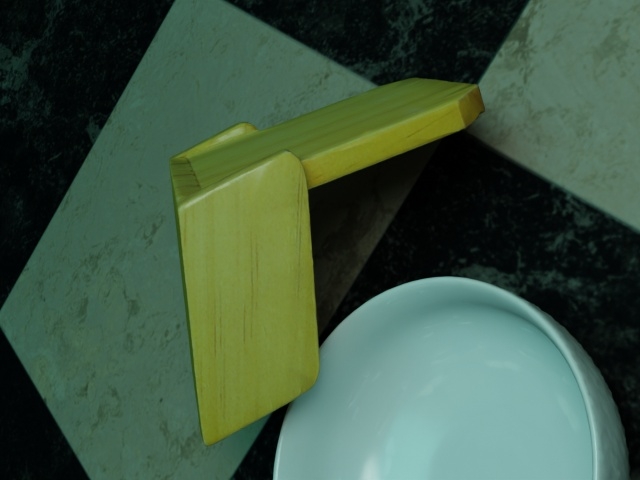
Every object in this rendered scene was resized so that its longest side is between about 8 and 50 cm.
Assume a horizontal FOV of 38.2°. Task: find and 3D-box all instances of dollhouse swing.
[{"bbox_3d":[0.000,0.000,0.986,0.347,0.305,0.315,-135,40,-74],"label":"dollhouse swing"}]

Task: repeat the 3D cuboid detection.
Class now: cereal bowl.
[{"bbox_3d":[0.121,0.211,0.821,0.339,0.141,0.339,-18,61,37],"label":"cereal bowl"}]
